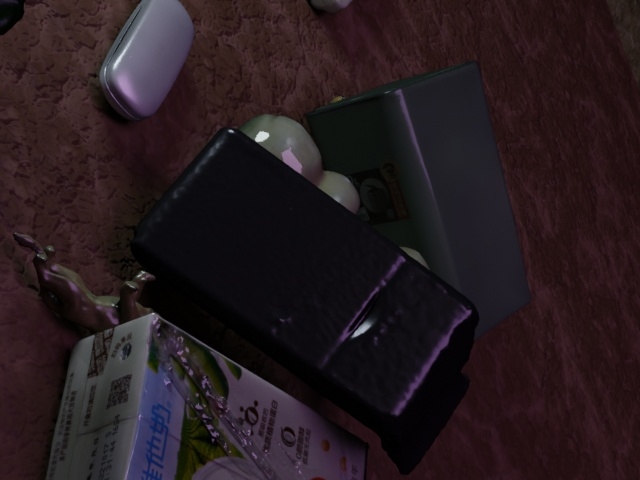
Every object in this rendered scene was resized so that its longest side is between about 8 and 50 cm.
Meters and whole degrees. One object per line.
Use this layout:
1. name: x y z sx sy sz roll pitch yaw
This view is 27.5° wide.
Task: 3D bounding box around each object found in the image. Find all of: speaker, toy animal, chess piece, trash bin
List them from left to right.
1. toy animal: -0.211 0.054 1.273 0.220 0.086 0.069 43 1 -27
2. speaker: -0.007 0.075 1.409 0.388 0.184 0.180 37 70 4
3. chess piece: 0.000 0.000 1.550 0.330 0.182 0.182 52 35 -14
4. trash bin: 0.146 -0.045 1.734 0.223 0.158 0.343 -25 99 -49

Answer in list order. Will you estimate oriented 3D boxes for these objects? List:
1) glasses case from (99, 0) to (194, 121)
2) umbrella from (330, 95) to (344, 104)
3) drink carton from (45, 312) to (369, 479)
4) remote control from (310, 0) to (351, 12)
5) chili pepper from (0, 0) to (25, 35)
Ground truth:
1. glasses case: -0.194 -0.210 1.473 0.076 0.049 0.197 50 37 -28
2. umbrella: 0.053 -0.134 1.803 0.037 0.040 0.144 -43 114 -37
3. drink carton: -0.103 0.235 1.272 0.324 0.132 0.194 37 44 -38
4. remote control: 0.034 -0.409 1.926 0.090 0.049 0.230 56 35 -18
5. chili pepper: -0.368 -0.276 1.161 0.174 0.261 0.165 -21 131 -43
